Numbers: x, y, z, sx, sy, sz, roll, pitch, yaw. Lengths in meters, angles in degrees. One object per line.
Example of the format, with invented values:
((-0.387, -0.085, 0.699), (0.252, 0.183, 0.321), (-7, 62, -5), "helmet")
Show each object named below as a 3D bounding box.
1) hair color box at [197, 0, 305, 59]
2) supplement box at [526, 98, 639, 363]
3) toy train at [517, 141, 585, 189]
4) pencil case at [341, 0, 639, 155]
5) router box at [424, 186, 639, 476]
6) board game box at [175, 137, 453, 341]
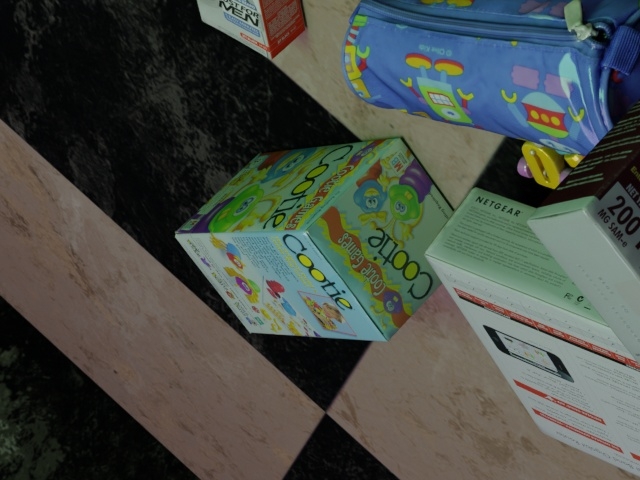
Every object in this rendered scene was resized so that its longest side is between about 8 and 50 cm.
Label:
((-0.074, -0.252, 1.615), (0.093, 0.053, 0.167), (32, 153, 29), "hair color box")
((0.261, -0.045, 1.170), (0.130, 0.239, 0.073), (50, 156, -12), "supplement box")
((0.224, -0.061, 1.459), (0.125, 0.046, 0.166), (35, 158, 19), "toy train")
((0.148, -0.138, 1.352), (0.306, 0.119, 0.133), (17, 161, 47), "pencil case")
((0.286, 0.115, 1.541), (0.335, 0.082, 0.301), (22, 157, 42), "router box")
((0.000, 0.000, 1.798), (0.144, 0.142, 0.275), (53, 156, -19), "board game box")
